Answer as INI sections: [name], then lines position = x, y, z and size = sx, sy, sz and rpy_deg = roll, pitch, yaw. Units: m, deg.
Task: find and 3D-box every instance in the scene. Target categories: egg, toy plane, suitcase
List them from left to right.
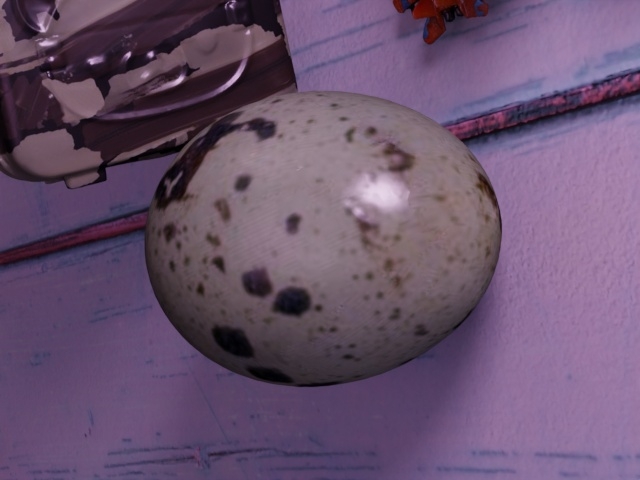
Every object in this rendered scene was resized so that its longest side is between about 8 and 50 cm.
[suitcase]
position = -0.217, -0.249, 1.348
size = 0.194, 0.351, 0.339
rpy_deg = 14, 119, 64
[egg]
position = 0.000, 0.000, 1.204
size = 0.379, 0.287, 0.287
rpy_deg = 3, 100, 37
[toy plane]
position = 0.105, -0.290, 1.195
size = 0.130, 0.061, 0.189
rpy_deg = -21, 78, 50
